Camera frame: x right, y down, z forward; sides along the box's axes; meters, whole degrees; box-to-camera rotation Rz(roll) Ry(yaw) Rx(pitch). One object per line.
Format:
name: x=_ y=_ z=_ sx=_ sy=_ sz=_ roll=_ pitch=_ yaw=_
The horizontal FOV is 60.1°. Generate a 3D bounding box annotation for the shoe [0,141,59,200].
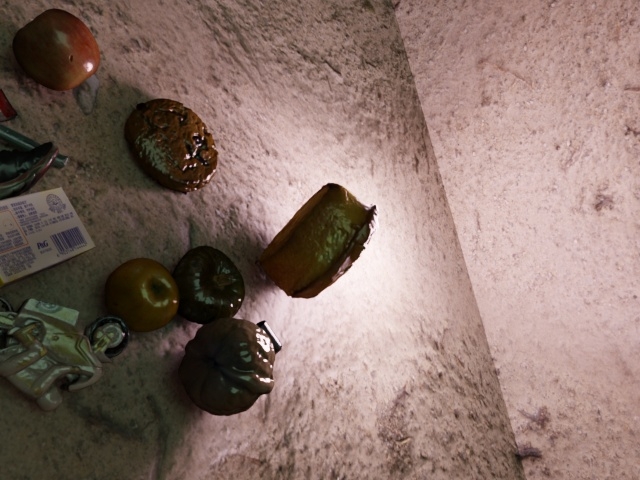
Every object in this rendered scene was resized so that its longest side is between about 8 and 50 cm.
shoe: x=-0.713 y=-0.149 z=1.198 sx=0.137 sy=0.114 sz=0.291 roll=55 pitch=47 yaw=-11

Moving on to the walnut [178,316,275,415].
walnut: x=-0.229 y=0.320 z=1.408 sx=0.248 sy=0.248 sz=0.248 roll=22 pitch=57 yaw=-39

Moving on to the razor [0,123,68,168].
razor: x=-0.714 y=-0.243 z=1.267 sx=0.278 sy=0.056 sz=0.111 roll=37 pitch=50 yaw=-48

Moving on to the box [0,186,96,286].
box: x=-0.632 y=-0.004 z=1.169 sx=0.168 sy=0.097 sz=0.265 roll=61 pitch=23 yaw=-7

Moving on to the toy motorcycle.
toy motorcycle: x=-0.581 y=0.238 z=1.159 sx=0.341 sy=0.108 sz=0.222 roll=22 pitch=67 yaw=-34

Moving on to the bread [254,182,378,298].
bread: x=0.000 y=0.000 z=1.693 sx=0.215 sy=0.398 sz=0.398 roll=42 pitch=45 yaw=-10

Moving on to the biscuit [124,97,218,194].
biscuit: x=-0.417 y=-0.280 z=1.600 sx=0.296 sy=0.075 sz=0.296 roll=23 pitch=56 yaw=-39

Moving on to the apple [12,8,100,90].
apple: x=-0.644 y=-0.464 z=1.358 sx=0.174 sy=0.188 sz=0.188 roll=54 pitch=41 yaw=-29

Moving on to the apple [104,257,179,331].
apple: x=-0.426 y=0.131 z=1.336 sx=0.182 sy=0.155 sz=0.182 roll=15 pitch=66 yaw=-36

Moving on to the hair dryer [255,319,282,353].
hair dryer: x=-0.199 y=0.324 z=1.583 sx=0.198 sy=0.057 sz=0.100 roll=-40 pitch=103 yaw=-40

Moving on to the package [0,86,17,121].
package: x=-0.812 y=-0.314 z=1.219 sx=0.239 sy=0.030 sz=0.154 roll=-42 pitch=115 yaw=-53

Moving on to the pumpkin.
pumpkin: x=-0.295 y=0.125 z=1.480 sx=0.219 sy=0.162 sz=0.219 roll=28 pitch=50 yaw=-40
